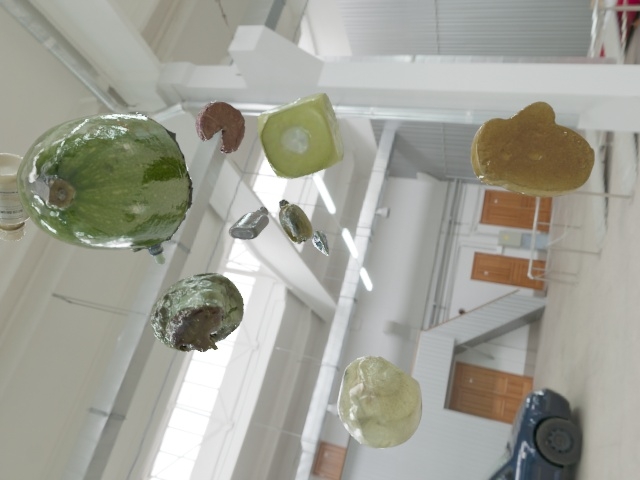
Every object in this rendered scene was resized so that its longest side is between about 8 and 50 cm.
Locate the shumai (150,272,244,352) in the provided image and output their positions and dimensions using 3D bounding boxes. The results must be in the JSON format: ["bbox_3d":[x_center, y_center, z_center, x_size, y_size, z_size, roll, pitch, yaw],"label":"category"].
[{"bbox_3d":[-0.488,0.322,1.999,0.323,0.398,0.323,-161,55,-70],"label":"shumai"}]

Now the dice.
[{"bbox_3d":[-0.044,-0.251,1.180,0.169,0.169,0.166,-70,-35,-67],"label":"dice"}]

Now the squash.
[{"bbox_3d":[-0.453,-0.106,0.943,0.309,0.311,0.309,-32,-52,-75],"label":"squash"}]

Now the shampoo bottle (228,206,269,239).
[{"bbox_3d":[-0.177,-0.048,1.286,0.165,0.080,0.040,-61,-30,-64],"label":"shampoo bottle"}]

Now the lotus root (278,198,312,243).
[{"bbox_3d":[-0.104,-0.077,1.892,0.191,0.113,0.088,59,-150,8],"label":"lotus root"}]

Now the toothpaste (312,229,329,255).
[{"bbox_3d":[0.000,0.000,1.064,0.197,0.035,0.057,-121,6,-86],"label":"toothpaste"}]

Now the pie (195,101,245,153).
[{"bbox_3d":[-0.409,-0.472,2.033,0.219,0.054,0.204,12,-90,-37],"label":"pie"}]

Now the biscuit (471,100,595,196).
[{"bbox_3d":[0.613,-0.267,1.425,0.057,0.345,0.286,93,-175,-76],"label":"biscuit"}]

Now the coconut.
[{"bbox_3d":[0.142,0.394,1.194,0.224,0.225,0.223,8,-90,-70],"label":"coconut"}]

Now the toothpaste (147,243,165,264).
[{"bbox_3d":[-0.438,-0.026,1.239,0.062,0.037,0.216,-31,-49,-27],"label":"toothpaste"}]

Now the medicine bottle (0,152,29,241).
[{"bbox_3d":[-0.816,-0.102,1.282,0.252,0.114,0.114,-61,-2,41],"label":"medicine bottle"}]
